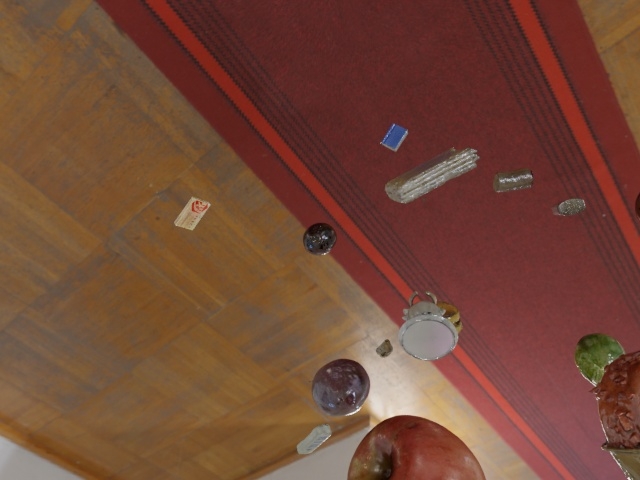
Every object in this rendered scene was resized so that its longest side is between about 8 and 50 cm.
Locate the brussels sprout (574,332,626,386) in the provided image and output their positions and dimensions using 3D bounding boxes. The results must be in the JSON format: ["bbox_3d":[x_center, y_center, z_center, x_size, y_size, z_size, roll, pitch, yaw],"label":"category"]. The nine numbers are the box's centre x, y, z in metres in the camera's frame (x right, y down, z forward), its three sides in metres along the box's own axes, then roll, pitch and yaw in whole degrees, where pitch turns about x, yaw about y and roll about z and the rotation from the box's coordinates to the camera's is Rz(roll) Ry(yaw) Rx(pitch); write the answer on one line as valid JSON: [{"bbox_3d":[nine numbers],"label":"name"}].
[{"bbox_3d":[0.796,0.337,1.231,0.155,0.155,0.118,23,138,-13],"label":"brussels sprout"}]

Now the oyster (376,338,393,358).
[{"bbox_3d":[0.225,0.378,1.511,0.051,0.093,0.034,27,126,31],"label":"oyster"}]

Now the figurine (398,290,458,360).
[{"bbox_3d":[0.243,0.180,1.007,0.132,0.154,0.133,4,118,7],"label":"figurine"}]

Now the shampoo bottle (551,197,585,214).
[{"bbox_3d":[0.890,-0.119,1.570,0.086,0.227,0.056,-15,87,24],"label":"shampoo bottle"}]

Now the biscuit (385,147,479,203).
[{"bbox_3d":[0.293,-0.173,1.156,0.238,0.108,0.062,-29,106,-6],"label":"biscuit"}]

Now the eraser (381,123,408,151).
[{"bbox_3d":[0.264,-0.369,1.558,0.063,0.027,0.085,32,88,19],"label":"eraser"}]

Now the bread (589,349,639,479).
[{"bbox_3d":[0.512,0.253,0.610,0.224,0.212,0.142,-7,161,-10],"label":"bread"}]

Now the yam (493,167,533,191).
[{"bbox_3d":[0.696,-0.218,1.581,0.127,0.084,0.084,-6,122,2],"label":"yam"}]

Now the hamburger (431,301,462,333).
[{"bbox_3d":[0.414,0.293,1.569,0.181,0.191,0.118,-5,102,13],"label":"hamburger"}]

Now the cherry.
[{"bbox_3d":[0.074,0.523,1.552,0.213,0.266,0.184,-37,106,-12],"label":"cherry"}]

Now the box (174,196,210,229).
[{"bbox_3d":[-0.344,-0.072,1.171,0.093,0.015,0.058,-51,146,15],"label":"box"}]

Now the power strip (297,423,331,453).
[{"bbox_3d":[-0.021,0.586,1.275,0.047,0.030,0.191,8,134,-27],"label":"power strip"}]

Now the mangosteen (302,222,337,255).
[{"bbox_3d":[0.000,0.000,1.872,0.152,0.153,0.153,0,122,1],"label":"mangosteen"}]

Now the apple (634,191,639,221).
[{"bbox_3d":[1.182,-0.119,1.499,0.168,0.181,0.181,5,125,-28],"label":"apple"}]

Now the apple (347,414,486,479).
[{"bbox_3d":[0.253,0.648,1.118,0.363,0.364,0.364,0,122,1],"label":"apple"}]
